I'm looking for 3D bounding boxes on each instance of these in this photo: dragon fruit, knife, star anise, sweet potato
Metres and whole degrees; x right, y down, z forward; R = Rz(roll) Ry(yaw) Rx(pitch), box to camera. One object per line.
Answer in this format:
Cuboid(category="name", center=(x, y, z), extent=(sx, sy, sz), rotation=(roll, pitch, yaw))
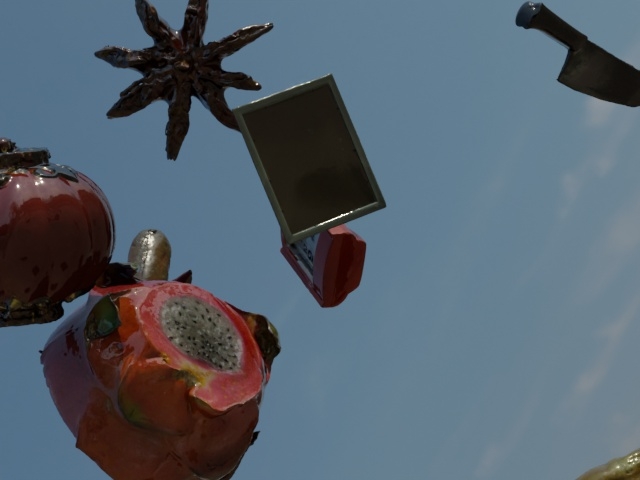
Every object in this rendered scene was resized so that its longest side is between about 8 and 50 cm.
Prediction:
Cuboid(category="dragon fruit", center=(-0.180, 0.150, 1.758), extent=(0.189, 0.291, 0.290), rotation=(-47, -17, 23))
Cuboid(category="knife", center=(0.279, -0.185, 1.574), extent=(0.230, 0.028, 0.060), rotation=(22, -83, -41))
Cuboid(category="star anise", center=(-0.199, -0.258, 2.248), extent=(0.288, 0.288, 0.088), rotation=(-61, 6, 4))
Cuboid(category="sweet potato", center=(-0.281, 0.084, 2.431), extent=(0.075, 0.075, 0.273), rotation=(95, 173, -46))

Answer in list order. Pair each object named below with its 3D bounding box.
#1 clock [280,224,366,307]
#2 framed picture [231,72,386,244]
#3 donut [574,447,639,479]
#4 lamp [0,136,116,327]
Cuboid(category="clock", center=(0.000, 0.000, 1.964), extent=(0.061, 0.155, 0.113), rotation=(-7, -57, -25))
Cuboid(category="framed picture", center=(-0.014, -0.101, 1.850), extent=(0.142, 0.183, 0.011), rotation=(-22, -3, -18))
Cuboid(category="donut", center=(0.376, 0.372, 1.868), extent=(0.208, 0.128, 0.261), rotation=(14, -53, -38))
Cuboid(category="lamp", center=(-0.342, -0.011, 1.667), extent=(0.227, 0.227, 0.227), rotation=(-45, -27, -30))
